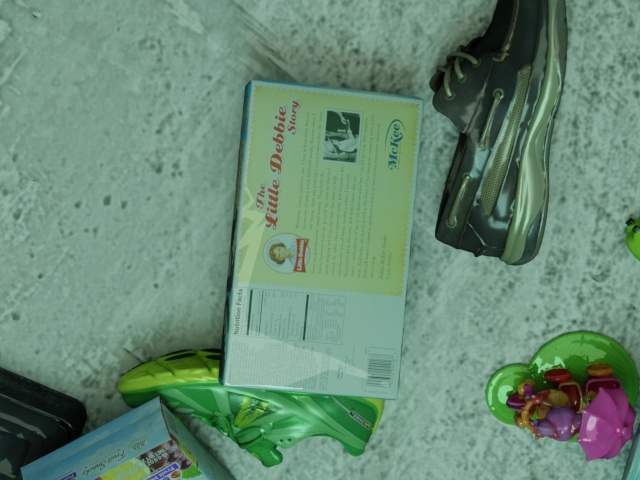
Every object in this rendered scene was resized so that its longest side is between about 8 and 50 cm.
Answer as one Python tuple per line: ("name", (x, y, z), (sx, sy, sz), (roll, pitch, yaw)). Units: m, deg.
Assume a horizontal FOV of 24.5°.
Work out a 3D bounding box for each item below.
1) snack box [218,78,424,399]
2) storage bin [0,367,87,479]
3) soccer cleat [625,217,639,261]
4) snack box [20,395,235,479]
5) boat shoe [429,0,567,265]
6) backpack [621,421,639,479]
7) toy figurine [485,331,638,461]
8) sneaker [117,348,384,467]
("snack box", (0.000, 0.000, 1.555), (0.187, 0.060, 0.322), (6, 88, -10))
("storage bin", (-0.365, 0.215, 1.643), (0.180, 0.084, 0.122), (23, 100, -4))
("soccer cleat", (0.416, -0.033, 1.606), (0.179, 0.060, 0.072), (-36, 108, 13))
("snack box", (-0.196, 0.282, 1.609), (0.174, 0.070, 0.207), (-28, 137, 6))
("boat shoe", (0.181, -0.149, 1.546), (0.130, 0.132, 0.355), (4, 99, 0))
("backpack", (0.421, 0.249, 1.556), (0.191, 0.253, 0.225), (19, 102, 14))
("toy figurine", (0.271, 0.182, 1.591), (0.173, 0.159, 0.130), (-5, 100, 2))
("sneaker", (-0.079, 0.188, 1.621), (0.295, 0.109, 0.123), (6, 97, -1))
